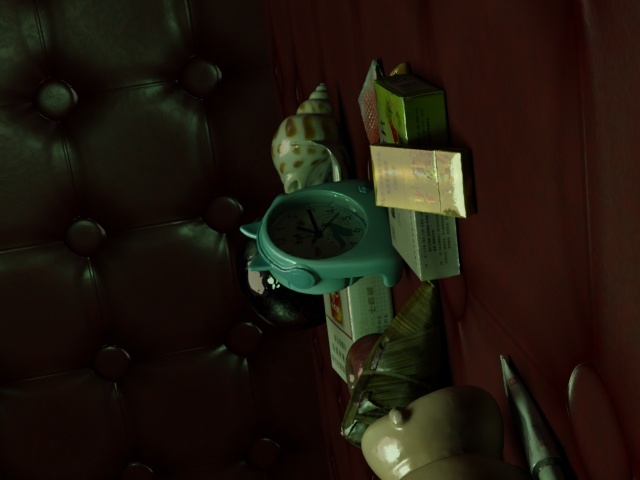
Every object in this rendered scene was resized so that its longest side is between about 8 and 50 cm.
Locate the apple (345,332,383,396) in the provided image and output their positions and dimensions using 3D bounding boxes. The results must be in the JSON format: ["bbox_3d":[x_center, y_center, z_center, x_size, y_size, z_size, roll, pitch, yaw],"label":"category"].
[{"bbox_3d":[0.113,0.247,1.890,0.153,0.120,0.153,175,90,-80],"label":"apple"}]

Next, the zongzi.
[{"bbox_3d":[0.145,0.201,1.667,0.286,0.134,0.288,23,-96,-79],"label":"zongzi"}]

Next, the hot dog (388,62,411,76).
[{"bbox_3d":[0.114,-0.230,1.525,0.090,0.034,0.030,92,167,-65],"label":"hot dog"}]

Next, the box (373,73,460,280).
[{"bbox_3d":[0.134,-0.093,1.435,0.175,0.062,0.260,-121,21,-71],"label":"box"}]

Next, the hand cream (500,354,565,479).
[{"bbox_3d":[0.238,0.215,1.163,0.216,0.038,0.052,-100,27,-62],"label":"hand cream"}]

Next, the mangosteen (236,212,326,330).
[{"bbox_3d":[-0.042,0.049,2.341,0.300,0.300,0.300,170,90,-83],"label":"mangosteen"}]

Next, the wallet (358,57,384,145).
[{"bbox_3d":[0.093,-0.231,1.766,0.196,0.020,0.103,111,149,-77],"label":"wallet"}]

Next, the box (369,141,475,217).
[{"bbox_3d":[0.129,-0.080,1.314,0.156,0.022,0.089,13,118,45],"label":"box"}]

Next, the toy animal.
[{"bbox_3d":[0.152,0.284,1.179,0.221,0.210,0.229,61,-153,9],"label":"toy animal"}]

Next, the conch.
[{"bbox_3d":[-0.014,-0.191,2.185,0.149,0.183,0.274,-46,-40,-58],"label":"conch"}]

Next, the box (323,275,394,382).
[{"bbox_3d":[0.073,0.125,2.050,0.210,0.095,0.330,-144,46,-71],"label":"box"}]

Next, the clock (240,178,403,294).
[{"bbox_3d":[0.000,0.000,1.806,0.223,0.274,0.094,-104,7,-46],"label":"clock"}]
